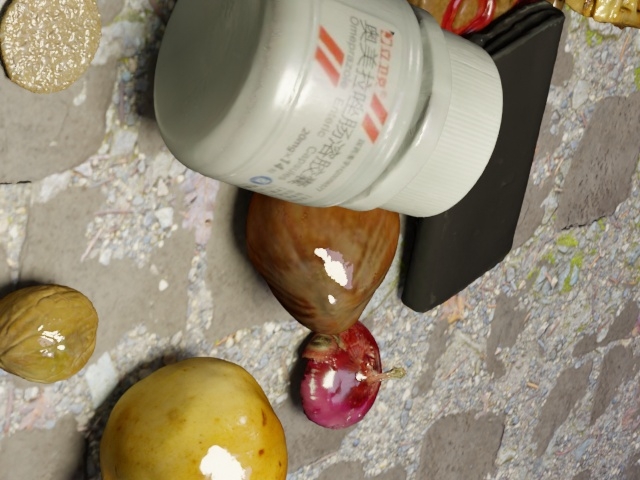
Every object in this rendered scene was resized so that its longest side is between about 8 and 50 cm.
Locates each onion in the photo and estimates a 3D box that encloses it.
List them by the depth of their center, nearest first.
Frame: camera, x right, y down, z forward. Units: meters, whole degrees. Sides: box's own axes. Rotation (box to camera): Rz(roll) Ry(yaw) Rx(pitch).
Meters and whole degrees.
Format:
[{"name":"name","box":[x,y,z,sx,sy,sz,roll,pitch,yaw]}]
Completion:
[{"name":"onion","box":[0.051,0.178,1.770,0.150,0.140,0.150,-22,115,-57]}]

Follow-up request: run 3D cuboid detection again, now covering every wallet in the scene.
[{"name":"wallet","box":[0.211,-0.104,1.805,0.228,0.062,0.406,-31,142,-36]}]

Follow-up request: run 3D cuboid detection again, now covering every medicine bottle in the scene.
[{"name":"medicine bottle","box":[0.011,-0.155,1.401,0.306,0.245,0.245,15,99,-34]}]

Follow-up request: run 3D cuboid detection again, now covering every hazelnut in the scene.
[{"name":"hazelnut","box":[0.010,-0.001,1.581,0.186,0.210,0.210,-36,134,-26]}]

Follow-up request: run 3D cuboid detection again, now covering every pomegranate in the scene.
[{"name":"pomegranate","box":[-0.139,0.251,1.529,0.233,0.233,0.233,-26,129,-39]}]

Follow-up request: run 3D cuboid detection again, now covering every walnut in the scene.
[{"name":"walnut","box":[-0.277,0.091,1.372,0.124,0.105,0.105,-16,122,-45]}]

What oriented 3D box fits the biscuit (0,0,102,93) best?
[{"name":"biscuit","box":[-0.257,-0.197,1.302,0.120,0.015,0.120,-27,128,-40]}]

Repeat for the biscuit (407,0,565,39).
[{"name":"biscuit","box":[0.221,-0.318,1.734,0.367,0.063,0.314,-4,114,-54]}]

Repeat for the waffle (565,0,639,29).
[{"name":"waffle","box":[0.460,-0.406,1.919,0.327,0.098,0.224,-9,115,-59]}]
